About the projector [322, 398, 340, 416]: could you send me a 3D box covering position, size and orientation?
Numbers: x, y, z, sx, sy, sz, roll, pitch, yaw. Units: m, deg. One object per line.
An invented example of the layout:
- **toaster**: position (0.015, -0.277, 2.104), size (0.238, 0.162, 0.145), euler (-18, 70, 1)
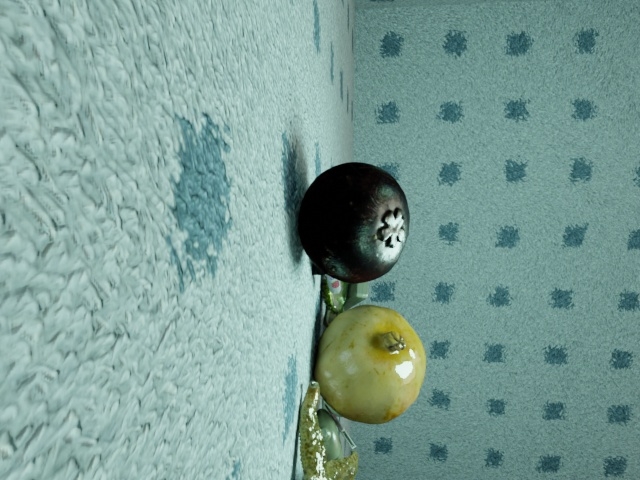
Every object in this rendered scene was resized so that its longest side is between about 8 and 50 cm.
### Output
- **projector**: position (0.051, 0.667, 1.777), size (0.083, 0.082, 0.083), euler (2, 89, -82)

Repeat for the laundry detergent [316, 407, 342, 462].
- **laundry detergent**: position (0.020, 0.671, 1.477), size (0.254, 0.090, 0.181), euler (80, 0, -55)

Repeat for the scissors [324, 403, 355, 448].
- **scissors**: position (0.070, 0.664, 1.555), size (0.176, 0.022, 0.086), euler (47, -15, 40)

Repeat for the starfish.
- **starfish**: position (0.026, 0.647, 1.186), size (0.324, 0.082, 0.433), euler (45, 37, -33)

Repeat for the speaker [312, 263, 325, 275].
- **speaker**: position (0.000, 0.000, 1.422), size (0.082, 0.044, 0.219), euler (-26, 117, -82)

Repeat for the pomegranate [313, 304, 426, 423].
- **pomegranate**: position (0.178, 0.413, 1.510), size (0.411, 0.410, 0.413), euler (1, 90, -83)

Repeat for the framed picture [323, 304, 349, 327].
- **framed picture**: position (0.139, 0.388, 1.857), size (0.324, 0.020, 0.241), euler (44, 23, -14)

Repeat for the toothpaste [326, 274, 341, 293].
- **toothpaste**: position (0.033, 0.096, 1.395), size (0.195, 0.042, 0.067), euler (75, 23, -44)

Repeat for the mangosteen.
- **mangosteen**: position (0.079, -0.046, 1.149), size (0.330, 0.329, 0.331), euler (1, 90, -83)

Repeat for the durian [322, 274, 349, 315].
- **durian**: position (0.049, 0.177, 1.668), size (0.137, 0.095, 0.221), euler (20, 69, -44)

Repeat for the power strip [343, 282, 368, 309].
- **power strip**: position (0.114, 0.216, 1.744), size (0.288, 0.053, 0.093), euler (131, -33, -63)
